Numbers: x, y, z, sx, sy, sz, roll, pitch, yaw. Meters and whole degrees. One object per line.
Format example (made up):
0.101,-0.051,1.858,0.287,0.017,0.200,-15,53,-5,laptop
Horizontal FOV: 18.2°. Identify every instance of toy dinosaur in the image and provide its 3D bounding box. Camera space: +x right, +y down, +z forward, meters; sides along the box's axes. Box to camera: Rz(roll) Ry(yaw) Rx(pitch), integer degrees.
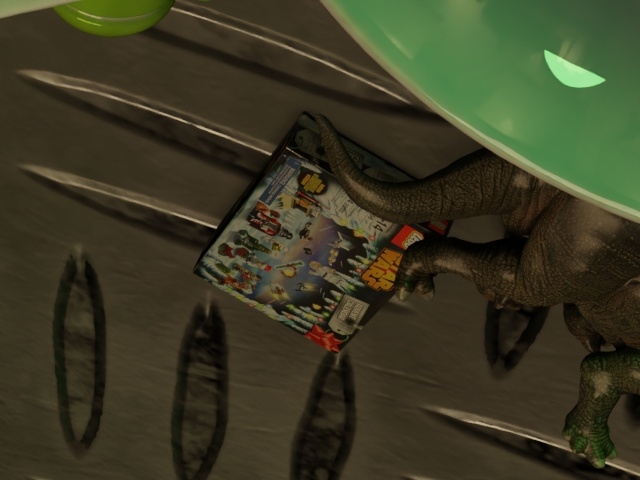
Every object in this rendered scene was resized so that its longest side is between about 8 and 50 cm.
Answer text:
0.140,0.007,0.926,0.313,0.121,0.160,41,129,-14,toy dinosaur

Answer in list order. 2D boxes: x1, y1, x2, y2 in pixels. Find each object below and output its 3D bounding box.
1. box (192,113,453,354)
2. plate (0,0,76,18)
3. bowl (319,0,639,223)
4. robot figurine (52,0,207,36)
0.000,0.000,1.042,0.094,0.027,0.137,29,143,-8,box
-0.191,-0.218,0.820,0.277,0.045,0.278,-9,115,36,plate
0.148,-0.142,0.644,0.311,0.163,0.311,23,154,12,bowl
-0.091,-0.137,0.891,0.101,0.067,0.115,13,144,-4,robot figurine
